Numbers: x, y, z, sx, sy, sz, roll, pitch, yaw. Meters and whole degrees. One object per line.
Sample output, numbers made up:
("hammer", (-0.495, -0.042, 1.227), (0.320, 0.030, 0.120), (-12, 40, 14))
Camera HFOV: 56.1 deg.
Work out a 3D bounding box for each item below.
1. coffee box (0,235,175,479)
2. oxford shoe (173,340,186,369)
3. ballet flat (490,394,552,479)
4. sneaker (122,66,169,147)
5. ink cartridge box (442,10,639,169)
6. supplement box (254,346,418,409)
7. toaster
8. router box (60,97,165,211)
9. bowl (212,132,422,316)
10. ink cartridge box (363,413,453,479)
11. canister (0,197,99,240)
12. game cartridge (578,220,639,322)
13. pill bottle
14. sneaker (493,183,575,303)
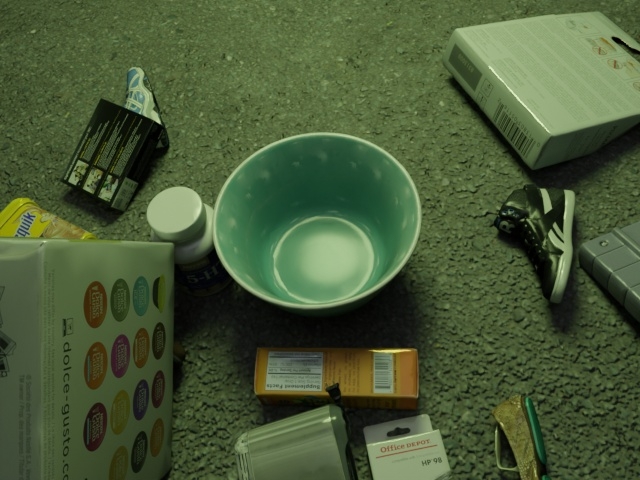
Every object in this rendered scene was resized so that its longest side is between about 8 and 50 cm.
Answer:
("coffee box", (-0.397, 0.163, 0.737), (0.338, 0.334, 0.337), (1, 89, 8))
("oxford shoe", (-0.280, 0.113, 0.963), (0.096, 0.083, 0.227), (-40, 64, -22))
("ballet flat", (0.275, 0.313, 0.801), (0.067, 0.073, 0.206), (-23, 52, 24))
("sneaker", (-0.366, -0.267, 1.201), (0.081, 0.080, 0.211), (-19, 59, -7))
("ink cartridge box", (0.475, -0.306, 1.153), (0.385, 0.091, 0.308), (-15, 57, -23))
("supplement box", (0.024, 0.201, 0.879), (0.233, 0.078, 0.080), (1, 62, 7))
("toaster", (-0.020, 0.309, 0.773), (0.146, 0.129, 0.227), (-15, 77, 1))
("router box", (-0.388, -0.161, 1.123), (0.133, 0.046, 0.179), (25, 87, 19))
("bowl", (0.000, 0.000, 0.952), (0.312, 0.163, 0.311), (-3, 58, 5))
("ink cartridge box", (0.122, 0.322, 0.804), (0.104, 0.060, 0.180), (-12, 59, -1))
("canister", (-0.489, 0.010, 1.053), (0.170, 0.073, 0.126), (23, 65, 17))
("game cartridge", (0.612, 0.023, 0.900), (0.355, 0.068, 0.230), (-21, 39, -7))
("pill bottle", (-0.206, 0.002, 0.959), (0.112, 0.186, 0.112), (-3, 59, 5))
("sneaker", (0.338, 0.002, 0.970), (0.121, 0.079, 0.217), (9, 52, 15))
